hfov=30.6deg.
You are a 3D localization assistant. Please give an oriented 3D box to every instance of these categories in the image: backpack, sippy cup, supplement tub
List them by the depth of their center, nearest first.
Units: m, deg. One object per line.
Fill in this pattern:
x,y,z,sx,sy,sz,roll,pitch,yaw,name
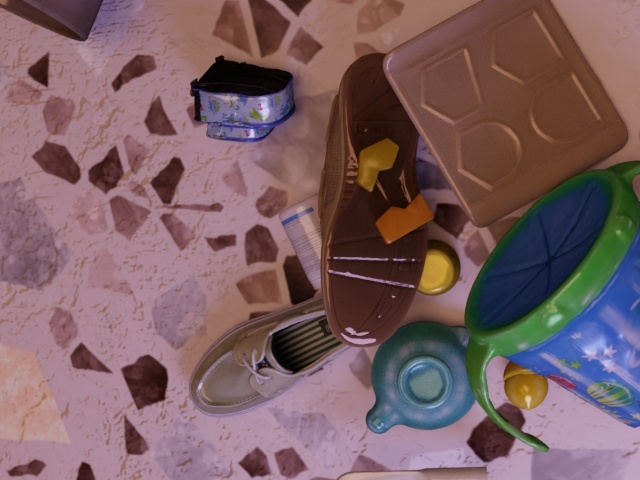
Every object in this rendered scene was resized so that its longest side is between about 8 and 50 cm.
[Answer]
0.315,0.079,1.275,0.224,0.240,0.305,40,122,-13,sippy cup
-0.090,-0.171,1.446,0.114,0.105,0.084,6,122,17,backpack
0.000,0.000,1.455,0.071,0.071,0.107,-25,89,20,supplement tub

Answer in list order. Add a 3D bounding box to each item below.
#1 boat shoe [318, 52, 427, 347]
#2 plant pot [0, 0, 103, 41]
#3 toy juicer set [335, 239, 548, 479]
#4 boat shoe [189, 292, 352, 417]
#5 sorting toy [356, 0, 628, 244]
0.058,-0.044,1.387,0.122,0.110,0.341,7,86,-13,boat shoe
-0.375,-0.440,1.418,0.323,0.323,0.280,25,89,14,plant pot
0.163,0.179,1.422,0.209,0.089,0.329,18,94,5,toy juicer set
-0.054,0.137,1.480,0.302,0.094,0.109,-33,87,20,boat shoe
0.170,-0.135,1.341,0.307,0.041,0.229,-29,90,-5,sorting toy
